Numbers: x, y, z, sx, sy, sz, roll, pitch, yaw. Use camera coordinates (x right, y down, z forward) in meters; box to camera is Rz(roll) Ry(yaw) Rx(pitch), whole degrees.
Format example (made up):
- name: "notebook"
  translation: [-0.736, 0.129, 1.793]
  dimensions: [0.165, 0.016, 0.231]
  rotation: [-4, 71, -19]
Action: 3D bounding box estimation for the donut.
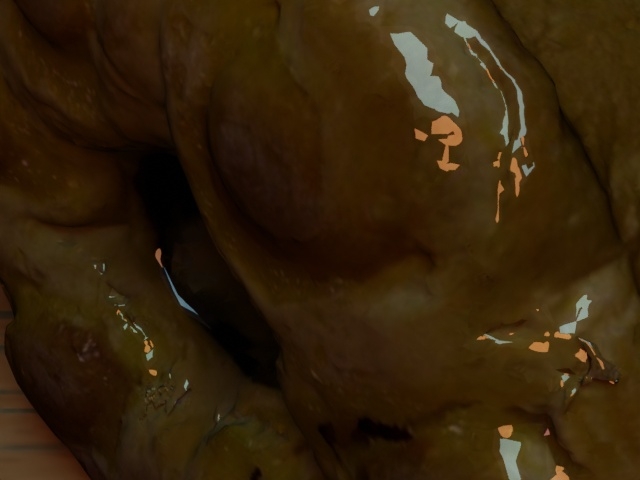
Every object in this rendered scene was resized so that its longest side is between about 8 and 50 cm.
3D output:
- name: "donut"
  translation: [0.000, 0.000, 0.551]
  dimensions: [0.150, 0.299, 0.317]
  rotation: [-27, 96, -36]
